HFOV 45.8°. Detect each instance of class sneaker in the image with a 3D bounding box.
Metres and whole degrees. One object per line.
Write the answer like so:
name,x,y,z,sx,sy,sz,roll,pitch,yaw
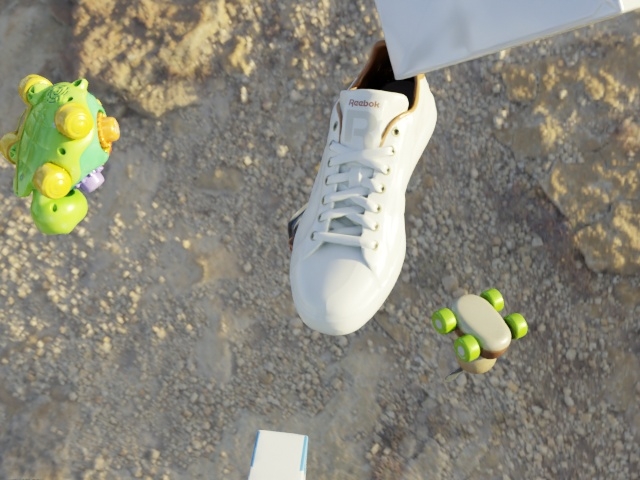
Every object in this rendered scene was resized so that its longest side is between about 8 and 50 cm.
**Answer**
sneaker,0.030,-0.062,0.690,0.105,0.123,0.290,7,61,20

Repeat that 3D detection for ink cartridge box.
ink cartridge box,-0.067,0.396,1.101,0.082,0.191,0.140,4,29,2

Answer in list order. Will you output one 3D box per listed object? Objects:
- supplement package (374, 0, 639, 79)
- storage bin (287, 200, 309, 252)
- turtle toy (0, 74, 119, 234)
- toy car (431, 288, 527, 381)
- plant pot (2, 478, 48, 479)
supplement package,0.145,-0.295,0.632,0.204,0.145,0.262,-8,102,40
storage bin,0.000,0.000,1.347,0.098,0.135,0.091,-42,70,-17
turtle toy,-0.204,-0.065,0.598,0.095,0.066,0.130,35,108,39
toy car,0.319,0.220,1.593,0.155,0.188,0.149,-19,49,-24
plant pot,-0.159,0.303,0.446,0.195,0.290,0.290,-9,56,46
